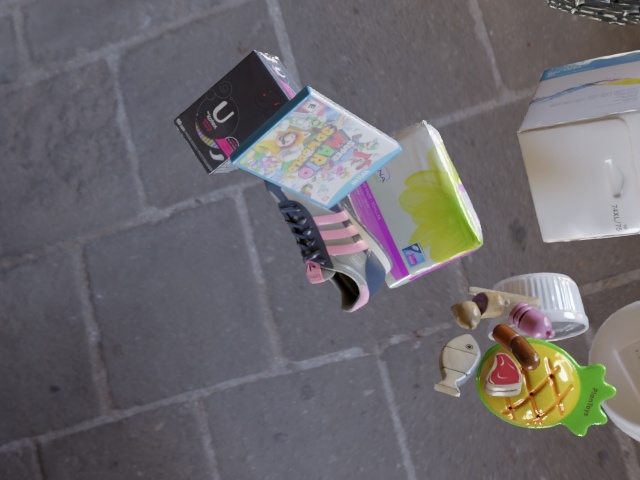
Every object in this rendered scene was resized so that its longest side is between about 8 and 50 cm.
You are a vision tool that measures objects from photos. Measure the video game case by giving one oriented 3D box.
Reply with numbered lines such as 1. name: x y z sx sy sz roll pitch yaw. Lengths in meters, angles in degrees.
1. video game case: -0.002 -0.096 0.925 0.119 0.166 0.015 -38 54 24

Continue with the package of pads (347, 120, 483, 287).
1. package of pads: 0.193 -0.079 1.779 0.229 0.101 0.297 -26 87 15

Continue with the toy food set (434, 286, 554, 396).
1. toy food set: 0.129 0.068 0.606 0.077 0.122 0.019 9 125 11

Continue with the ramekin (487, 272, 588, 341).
1. ramekin: 0.454 0.143 1.780 0.207 0.207 0.109 -6 71 12

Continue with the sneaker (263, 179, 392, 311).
1. sneaker: 0.000 0.000 1.506 0.319 0.112 0.131 44 64 -24

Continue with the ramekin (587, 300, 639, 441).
1. ramekin: 0.631 0.238 1.553 0.277 0.135 0.277 -11 68 29

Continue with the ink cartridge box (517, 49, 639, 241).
1. ink cartridge box: 0.447 -0.153 1.326 0.197 0.270 0.198 -7 116 28

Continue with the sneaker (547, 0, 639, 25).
1. sneaker: 0.338 -0.342 0.865 0.129 0.330 0.147 13 71 -6

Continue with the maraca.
1. maraca: 0.308 0.202 1.159 0.185 0.099 0.127 15 105 8

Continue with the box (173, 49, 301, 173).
1. box: -0.183 -0.299 2.000 0.270 0.143 0.165 -38 83 18
